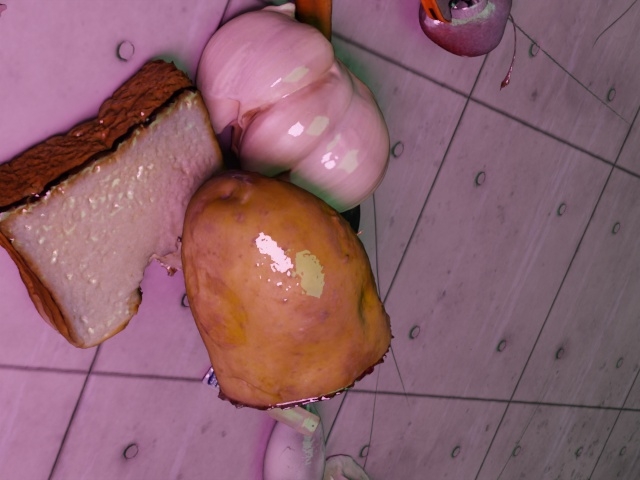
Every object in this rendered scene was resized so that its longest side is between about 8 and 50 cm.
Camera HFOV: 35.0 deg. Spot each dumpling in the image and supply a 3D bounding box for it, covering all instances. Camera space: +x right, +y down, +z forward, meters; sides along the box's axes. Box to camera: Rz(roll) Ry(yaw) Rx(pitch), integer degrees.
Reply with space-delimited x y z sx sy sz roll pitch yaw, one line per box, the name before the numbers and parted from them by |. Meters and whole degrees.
dumpling | 0.048 0.447 1.661 0.152 0.108 0.219 -58 141 -3

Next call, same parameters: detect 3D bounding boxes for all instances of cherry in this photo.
cherry | 0.198 -0.287 1.403 0.148 0.115 0.188 -41 144 -49

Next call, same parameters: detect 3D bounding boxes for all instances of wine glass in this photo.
wine glass | 0.052 0.268 1.460 0.096 0.264 0.309 -41 142 -62

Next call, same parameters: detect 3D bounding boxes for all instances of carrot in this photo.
carrot | -0.008 -0.295 1.241 0.055 0.055 0.161 -29 135 -31

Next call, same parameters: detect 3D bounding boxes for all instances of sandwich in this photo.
sandwich | -0.222 -0.031 1.138 0.273 0.095 0.249 -40 136 -23

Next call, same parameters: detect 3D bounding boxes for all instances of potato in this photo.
potato | -0.051 0.035 1.134 0.229 0.229 0.266 -34 131 -27

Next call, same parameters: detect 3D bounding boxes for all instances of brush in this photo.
brush | -0.078 0.222 1.401 0.179 0.030 0.033 29 78 -14

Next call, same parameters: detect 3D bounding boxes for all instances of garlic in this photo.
garlic | -0.024 -0.126 1.219 0.203 0.184 0.281 -42 138 3

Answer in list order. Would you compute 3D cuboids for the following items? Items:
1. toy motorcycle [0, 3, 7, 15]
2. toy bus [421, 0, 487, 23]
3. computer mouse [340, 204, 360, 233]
toy motorcycle | -0.377 -0.185 0.910 0.212 0.084 0.118 -39 126 -30
toy bus | 0.212 -0.425 1.309 0.329 0.153 0.143 -44 134 -21
computer mouse | 0.000 0.000 1.400 0.192 0.062 0.106 -56 138 -8
